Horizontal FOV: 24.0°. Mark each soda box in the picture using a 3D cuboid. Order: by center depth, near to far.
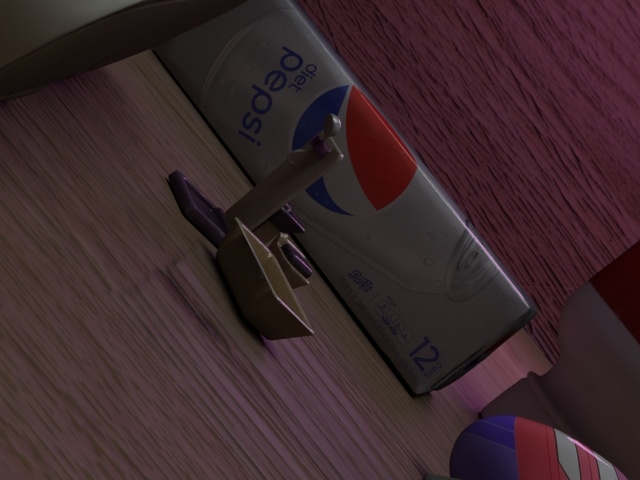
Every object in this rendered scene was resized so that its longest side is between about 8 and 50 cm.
[{"bbox_3d":[0.018,-0.039,0.976,0.286,0.091,0.098,53,7,11],"label":"soda box"}]

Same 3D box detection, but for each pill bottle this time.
[{"bbox_3d":[0.331,0.073,1.124,0.229,0.408,0.229,50,7,-8],"label":"pill bottle"}]

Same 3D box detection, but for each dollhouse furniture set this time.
[{"bbox_3d":[0.000,0.000,0.696,0.091,0.081,0.114,46,9,-38],"label":"dollhouse furniture set"}]

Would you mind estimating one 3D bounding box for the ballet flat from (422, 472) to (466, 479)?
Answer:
[{"bbox_3d":[0.097,0.149,0.620,0.072,0.068,0.213,49,7,-23],"label":"ballet flat"}]

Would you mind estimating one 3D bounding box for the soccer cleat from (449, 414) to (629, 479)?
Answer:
[{"bbox_3d":[0.133,0.177,0.701,0.095,0.083,0.248,20,31,-55],"label":"soccer cleat"}]

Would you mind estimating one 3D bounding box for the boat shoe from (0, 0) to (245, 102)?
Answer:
[{"bbox_3d":[-0.091,-0.131,0.600,0.113,0.127,0.340,63,15,-7],"label":"boat shoe"}]
